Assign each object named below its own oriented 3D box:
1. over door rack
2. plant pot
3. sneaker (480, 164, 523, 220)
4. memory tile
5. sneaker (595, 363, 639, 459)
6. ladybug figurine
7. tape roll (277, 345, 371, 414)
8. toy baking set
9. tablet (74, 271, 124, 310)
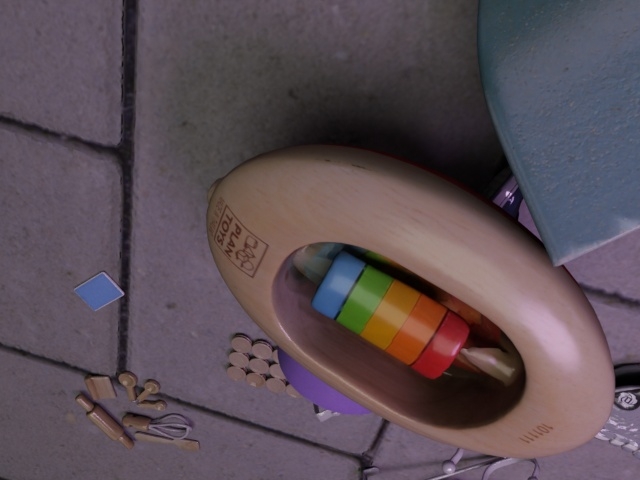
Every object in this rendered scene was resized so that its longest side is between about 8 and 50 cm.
[{"bbox_3d":[0.171,0.345,0.913,0.324,0.108,0.239,-17,115,23],"label":"over door rack"},{"bbox_3d":[0.279,-0.150,0.489,0.248,0.247,0.252,-32,76,28],"label":"plant pot"},{"bbox_3d":[0.252,0.020,0.691,0.163,0.086,0.226,27,134,9],"label":"sneaker"},{"bbox_3d":[-0.089,0.220,0.953,0.148,0.012,0.113,15,124,3],"label":"memory tile"},{"bbox_3d":[0.491,0.253,0.792,0.229,0.086,0.132,20,122,2],"label":"sneaker"},{"bbox_3d":[0.085,0.046,0.578,0.449,0.162,0.305,34,135,3],"label":"ladybug figurine"},{"bbox_3d":[0.039,0.141,0.766,0.189,0.189,0.080,19,123,2],"label":"tape roll"},{"bbox_3d":[-0.365,0.357,1.095,0.197,0.030,0.256,-21,114,24],"label":"toy baking set"},{"bbox_3d":[-0.382,0.088,0.945,0.083,0.006,0.054,-27,112,26],"label":"tablet"}]
